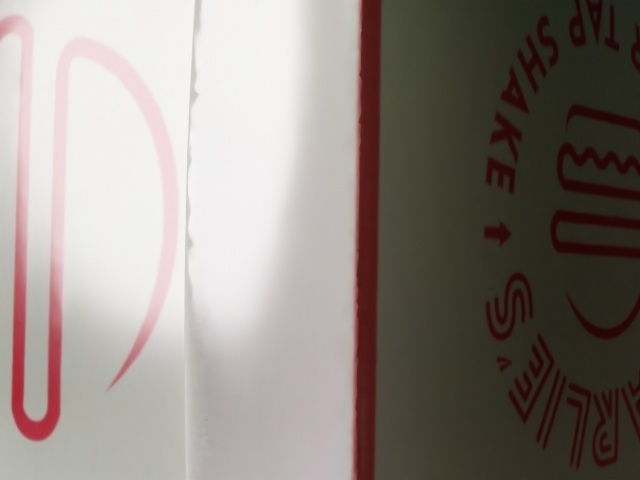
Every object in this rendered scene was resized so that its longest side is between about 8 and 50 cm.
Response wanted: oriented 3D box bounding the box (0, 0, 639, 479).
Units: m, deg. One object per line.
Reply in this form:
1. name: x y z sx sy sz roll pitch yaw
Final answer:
1. box: 0.000 0.000 0.622 0.300 0.314 0.312 -1 87 40
